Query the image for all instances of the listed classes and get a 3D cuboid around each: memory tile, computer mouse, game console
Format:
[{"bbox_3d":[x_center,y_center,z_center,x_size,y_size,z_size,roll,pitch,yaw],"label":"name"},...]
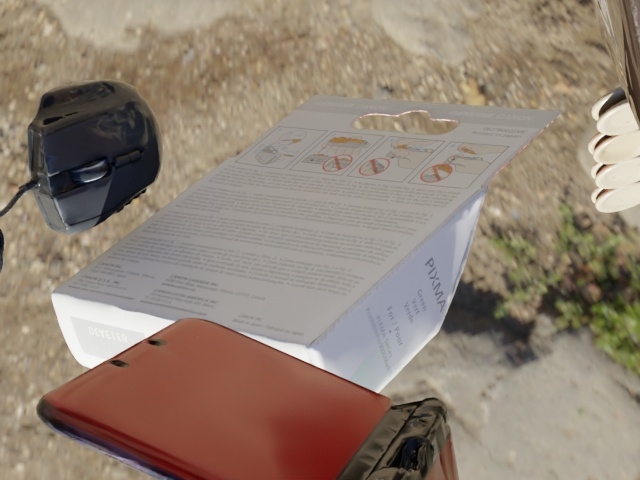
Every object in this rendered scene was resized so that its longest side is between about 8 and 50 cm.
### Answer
[{"bbox_3d":[0.199,-0.059,0.868,0.113,0.012,0.148,-18,158,2],"label":"memory tile"},{"bbox_3d":[-0.131,-0.024,0.768,0.041,0.242,0.071,0,111,20],"label":"computer mouse"},{"bbox_3d":[-0.009,0.087,0.460,0.085,0.144,0.124,-8,95,13],"label":"game console"}]

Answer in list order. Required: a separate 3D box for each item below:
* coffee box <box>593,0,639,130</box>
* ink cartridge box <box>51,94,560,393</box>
[{"bbox_3d":[0.100,-0.189,0.387,0.119,0.168,0.297,-13,107,8],"label":"coffee box"},{"bbox_3d":[0.000,0.000,0.837,0.181,0.225,0.056,9,125,40],"label":"ink cartridge box"}]
